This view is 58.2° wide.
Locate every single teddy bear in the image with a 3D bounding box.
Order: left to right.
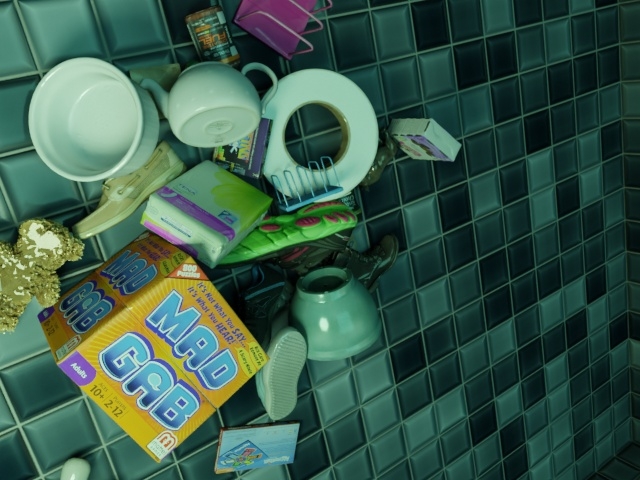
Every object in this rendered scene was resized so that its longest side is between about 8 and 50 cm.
[{"bbox_3d":[-0.726,0.077,1.366,0.245,0.113,0.337,23,103,-23],"label":"teddy bear"}]

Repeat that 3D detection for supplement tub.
[{"bbox_3d":[-0.279,-0.516,1.536,0.106,0.106,0.197,-31,115,-24],"label":"supplement tub"}]

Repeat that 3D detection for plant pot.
[{"bbox_3d":[0.029,0.199,1.756,0.293,0.293,0.196,-26,119,-26],"label":"plant pot"}]

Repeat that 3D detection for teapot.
[{"bbox_3d":[-0.273,-0.368,1.464,0.256,0.253,0.186,9,62,-55],"label":"teapot"}]

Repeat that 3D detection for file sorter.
[{"bbox_3d":[-0.069,-0.687,1.588,0.202,0.182,0.290,26,86,-33],"label":"file sorter"},{"bbox_3d":[-0.043,-0.163,1.630,0.171,0.118,0.104,-22,102,-11],"label":"file sorter"}]

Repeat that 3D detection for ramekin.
[{"bbox_3d":[-0.517,-0.273,1.347,0.278,0.135,0.276,0,93,10],"label":"ramekin"}]

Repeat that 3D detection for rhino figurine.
[{"bbox_3d":[0.169,-0.250,1.898,0.106,0.073,0.243,39,80,-29],"label":"rhino figurine"}]

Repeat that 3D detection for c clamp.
[{"bbox_3d":[-0.183,-0.074,1.744,0.137,0.022,0.160,-27,112,-31],"label":"c clamp"}]

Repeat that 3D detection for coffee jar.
[{"bbox_3d":[0.070,-0.134,1.843,0.096,0.079,0.184,-23,106,-20],"label":"coffee jar"}]

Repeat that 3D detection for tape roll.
[{"bbox_3d":[-0.018,-0.307,1.706,0.393,0.072,0.391,-3,102,-16],"label":"tape roll"}]

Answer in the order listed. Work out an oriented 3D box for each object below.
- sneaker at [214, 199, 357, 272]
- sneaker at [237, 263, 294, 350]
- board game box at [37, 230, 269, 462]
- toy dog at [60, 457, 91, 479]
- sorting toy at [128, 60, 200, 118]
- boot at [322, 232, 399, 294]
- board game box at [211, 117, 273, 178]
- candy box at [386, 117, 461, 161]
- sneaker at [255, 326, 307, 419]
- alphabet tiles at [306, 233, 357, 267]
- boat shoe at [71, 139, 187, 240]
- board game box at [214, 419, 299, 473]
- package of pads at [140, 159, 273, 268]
[{"bbox_3d":[-0.106,0.023,1.692,0.484,0.185,0.202,-11,126,-23],"label":"sneaker"},{"bbox_3d":[-0.204,0.221,1.698,0.140,0.125,0.340,43,47,-22],"label":"sneaker"},{"bbox_3d":[-0.423,0.245,1.452,0.356,0.356,0.356,-41,119,-18],"label":"board game box"},{"bbox_3d":[-0.716,0.749,1.523,0.220,0.161,0.333,54,56,-26],"label":"toy dog"},{"bbox_3d":[-0.433,-0.384,1.501,0.275,0.046,0.132,-19,110,-29],"label":"sorting toy"},{"bbox_3d":[0.130,0.055,1.921,0.229,0.091,0.262,32,84,-36],"label":"boot"},{"bbox_3d":[-0.219,-0.270,1.606,0.141,0.048,0.170,13,100,8],"label":"board game box"},{"bbox_3d":[0.338,-0.335,1.912,0.165,0.196,0.070,31,82,-33],"label":"candy box"},{"bbox_3d":[-0.143,0.379,1.737,0.135,0.150,0.365,-14,131,-34],"label":"sneaker"},{"bbox_3d":[0.000,0.000,1.881,0.237,0.009,0.198,-34,116,-22],"label":"alphabet tiles"},{"bbox_3d":[-0.506,-0.129,1.474,0.341,0.122,0.110,-44,113,-26],"label":"boat shoe"},{"bbox_3d":[-0.204,0.671,1.880,0.282,0.027,0.144,6,95,-33],"label":"board game box"},{"bbox_3d":[-0.292,-0.080,1.490,0.101,0.229,0.296,-61,174,34],"label":"package of pads"}]
